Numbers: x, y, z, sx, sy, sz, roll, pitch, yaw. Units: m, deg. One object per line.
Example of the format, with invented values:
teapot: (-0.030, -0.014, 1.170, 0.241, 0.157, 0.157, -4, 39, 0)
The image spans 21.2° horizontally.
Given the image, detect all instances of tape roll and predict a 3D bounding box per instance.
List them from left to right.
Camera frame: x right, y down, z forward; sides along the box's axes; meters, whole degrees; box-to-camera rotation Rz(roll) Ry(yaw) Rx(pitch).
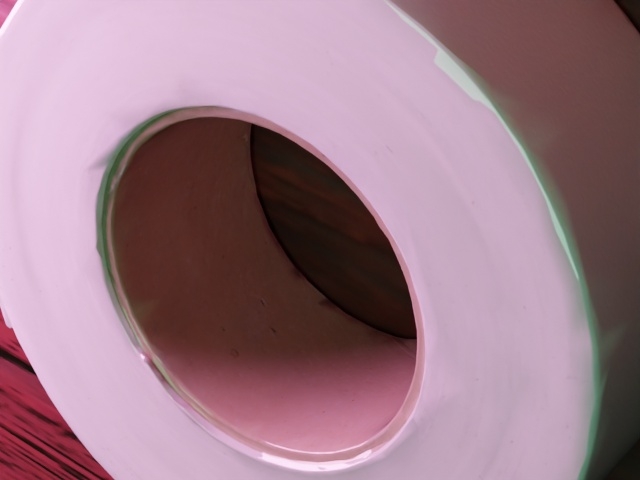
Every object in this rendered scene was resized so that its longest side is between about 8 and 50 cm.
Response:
tape roll: (0.000, 0.000, 0.664, 0.286, 0.100, 0.286, 19, 126, 28)
